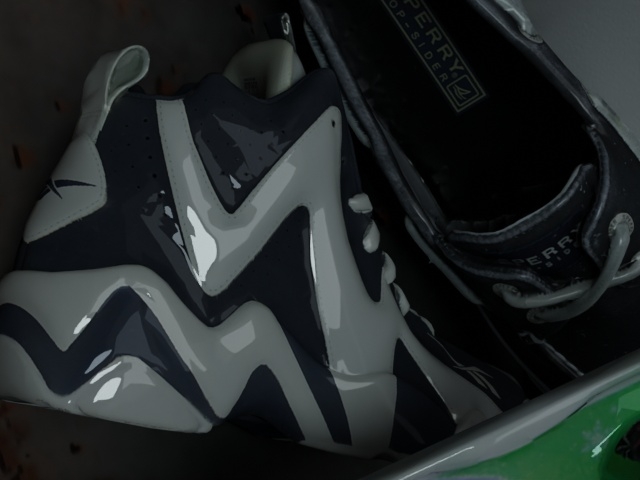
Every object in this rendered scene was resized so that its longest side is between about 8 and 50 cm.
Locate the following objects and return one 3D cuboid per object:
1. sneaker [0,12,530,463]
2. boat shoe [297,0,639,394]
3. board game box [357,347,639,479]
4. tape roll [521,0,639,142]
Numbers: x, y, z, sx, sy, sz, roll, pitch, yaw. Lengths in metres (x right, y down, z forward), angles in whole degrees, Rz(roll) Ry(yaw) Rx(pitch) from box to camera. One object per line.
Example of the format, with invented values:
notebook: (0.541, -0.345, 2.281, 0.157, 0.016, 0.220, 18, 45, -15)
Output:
sneaker: (0.000, 0.000, 0.465, 0.235, 0.094, 0.153, 14, 81, -33)
boat shoe: (0.091, -0.011, 0.508, 0.301, 0.108, 0.102, 56, 19, -9)
board game box: (0.033, 0.266, 0.337, 0.390, 0.050, 0.389, -23, 101, -10)
tape roll: (0.226, -0.102, 0.615, 0.246, 0.169, 0.246, 23, 52, -33)
